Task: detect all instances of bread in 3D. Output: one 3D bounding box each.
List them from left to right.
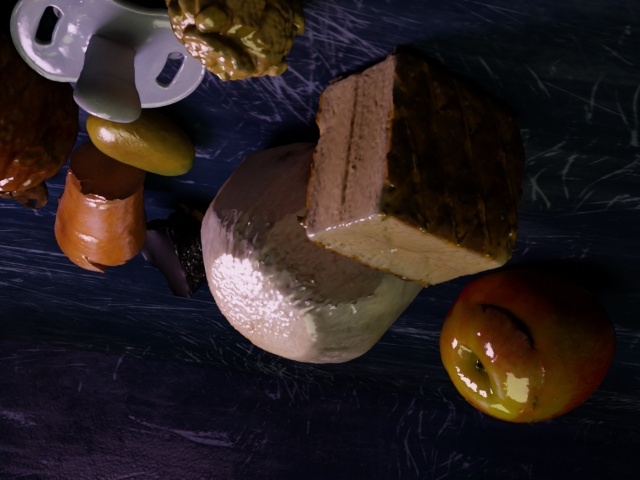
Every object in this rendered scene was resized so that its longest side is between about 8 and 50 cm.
[{"bbox_3d":[0.146,-0.098,1.517,0.279,0.279,0.207,25,151,-33],"label":"bread"}]

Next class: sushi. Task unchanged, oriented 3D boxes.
[{"bbox_3d":[-0.270,0.006,2.110,0.153,0.150,0.172,1,126,50],"label":"sushi"}]

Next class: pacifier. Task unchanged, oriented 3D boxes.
[{"bbox_3d":[-0.291,-0.248,1.387,0.278,0.207,0.227,17,143,-21],"label":"pacifier"}]

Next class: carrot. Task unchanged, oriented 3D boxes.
[{"bbox_3d":[-0.424,-0.075,1.919,0.195,0.196,0.254,10,155,-5],"label":"carrot"}]

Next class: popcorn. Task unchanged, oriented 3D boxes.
[{"bbox_3d":[-0.109,-0.281,1.329,0.163,0.140,0.194,8,162,16],"label":"popcorn"}]

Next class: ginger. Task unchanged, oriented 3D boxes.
[{"bbox_3d":[-0.561,-0.142,1.908,0.133,0.107,0.309,-12,171,-31],"label":"ginger"}]

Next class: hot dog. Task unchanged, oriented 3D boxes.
[{"bbox_3d":[-0.520,-0.209,1.459,0.174,0.267,0.387,32,177,25],"label":"hot dog"}]

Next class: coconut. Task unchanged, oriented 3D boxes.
[{"bbox_3d":[0.000,0.000,1.742,0.415,0.416,0.344,21,150,-30],"label":"coconut"}]

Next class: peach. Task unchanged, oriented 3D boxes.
[{"bbox_3d":[0.449,0.218,2.168,0.369,0.370,0.370,7,159,3],"label":"peach"}]

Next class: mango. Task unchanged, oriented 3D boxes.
[{"bbox_3d":[-0.299,-0.175,1.741,0.137,0.091,0.237,-4,162,44],"label":"mango"}]
